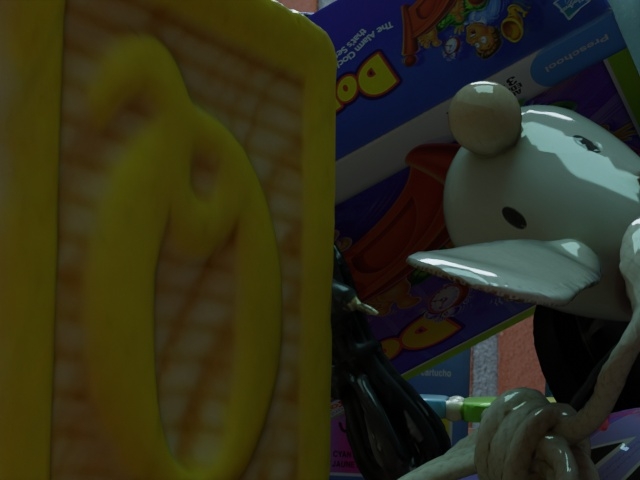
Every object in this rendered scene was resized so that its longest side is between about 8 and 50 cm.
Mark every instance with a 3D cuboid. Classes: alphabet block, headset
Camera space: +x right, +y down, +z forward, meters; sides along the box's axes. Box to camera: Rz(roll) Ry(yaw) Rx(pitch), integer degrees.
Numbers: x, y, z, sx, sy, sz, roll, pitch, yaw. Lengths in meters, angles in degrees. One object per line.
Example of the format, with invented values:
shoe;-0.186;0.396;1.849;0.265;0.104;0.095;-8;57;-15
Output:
alphabet block;-0.119;0.019;0.434;0.197;0.192;0.193;0;-3;22
headset;0.172;0.008;0.720;0.394;0.185;0.243;-23;-19;-27

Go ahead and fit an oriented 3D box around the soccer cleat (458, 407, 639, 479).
soccer cleat;0.167;0.083;0.576;0.248;0.095;0.083;0;-5;16

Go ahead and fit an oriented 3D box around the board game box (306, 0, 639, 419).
board game box;0.000;0.000;0.770;0.347;0.078;0.233;-29;-30;11

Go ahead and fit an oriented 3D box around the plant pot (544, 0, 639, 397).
plant pot;0.321;-0.019;1.175;0.341;0.334;0.341;-1;-22;0

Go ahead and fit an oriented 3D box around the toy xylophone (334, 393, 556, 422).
toy xylophone;0.164;0.121;0.911;0.322;0.081;0.236;1;-5;-2

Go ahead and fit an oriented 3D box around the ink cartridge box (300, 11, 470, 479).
ink cartridge box;0.029;-0.014;1.194;0.151;0.395;0.270;2;-5;-5

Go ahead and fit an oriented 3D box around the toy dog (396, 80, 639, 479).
toy dog;0.117;-0.009;0.433;0.333;0.220;0.161;-4;-48;48
